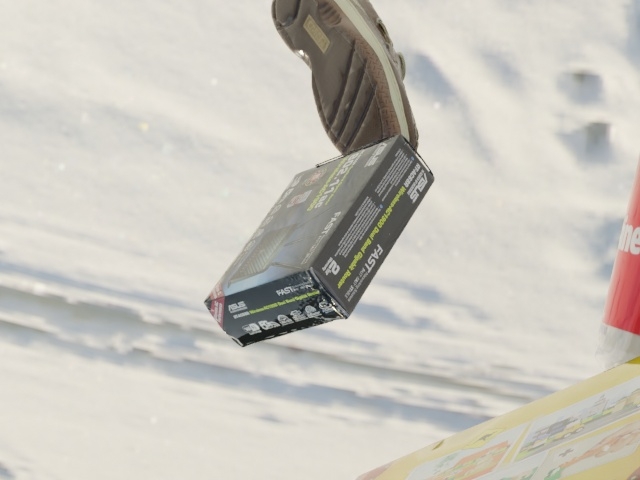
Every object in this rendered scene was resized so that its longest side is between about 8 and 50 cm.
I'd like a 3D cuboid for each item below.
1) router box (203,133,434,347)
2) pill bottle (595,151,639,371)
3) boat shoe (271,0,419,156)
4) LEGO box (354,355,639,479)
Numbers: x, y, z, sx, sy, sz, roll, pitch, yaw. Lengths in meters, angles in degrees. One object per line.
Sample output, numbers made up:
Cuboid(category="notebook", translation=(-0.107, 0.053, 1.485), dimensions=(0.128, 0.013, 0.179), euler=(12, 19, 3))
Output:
Cuboid(category="router box", translation=(0.000, 0.000, 0.848), dimensions=(0.092, 0.122, 0.038), euler=(-18, 119, 44))
Cuboid(category="pill bottle", translation=(0.455, -0.031, 1.653), dimensions=(0.229, 0.408, 0.229), euler=(12, -177, -1))
Cuboid(category="boat shoe", translation=(0.044, -0.160, 1.383), dimensions=(0.095, 0.257, 0.095), euler=(6, 135, -35))
Cuboid(category="LEGO box", translation=(0.209, 0.300, 1.434), dimensions=(0.500, 0.372, 0.193), euler=(-28, 95, 29))
